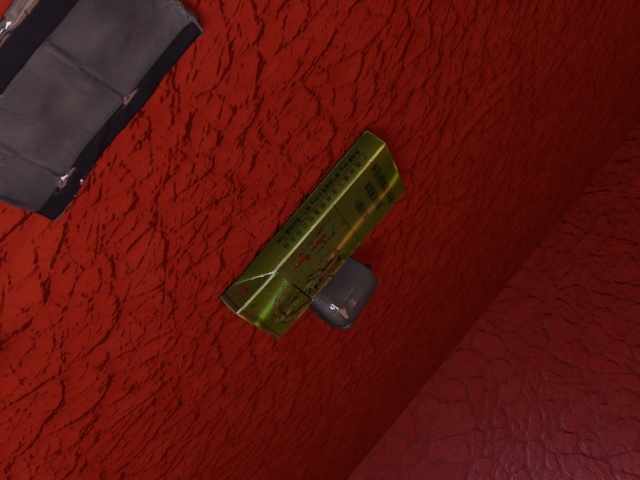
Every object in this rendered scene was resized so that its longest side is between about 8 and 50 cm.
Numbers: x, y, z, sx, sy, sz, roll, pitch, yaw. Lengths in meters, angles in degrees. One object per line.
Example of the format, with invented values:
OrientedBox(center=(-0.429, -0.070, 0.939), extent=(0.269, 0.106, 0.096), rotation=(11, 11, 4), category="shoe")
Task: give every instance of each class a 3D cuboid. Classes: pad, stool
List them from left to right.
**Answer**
OrientedBox(center=(-0.207, -0.126, 0.613), extent=(0.233, 0.022, 0.174), rotation=(-52, 156, 5), category="pad")
OrientedBox(center=(0.035, 0.081, 1.206), extent=(0.110, 0.096, 0.096), rotation=(-52, 155, -12), category="stool")

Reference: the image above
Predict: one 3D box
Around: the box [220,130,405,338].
OrientedBox(center=(0.000, 0.000, 1.094), extent=(0.311, 0.043, 0.173), rotation=(-49, 155, -4), category="box")
